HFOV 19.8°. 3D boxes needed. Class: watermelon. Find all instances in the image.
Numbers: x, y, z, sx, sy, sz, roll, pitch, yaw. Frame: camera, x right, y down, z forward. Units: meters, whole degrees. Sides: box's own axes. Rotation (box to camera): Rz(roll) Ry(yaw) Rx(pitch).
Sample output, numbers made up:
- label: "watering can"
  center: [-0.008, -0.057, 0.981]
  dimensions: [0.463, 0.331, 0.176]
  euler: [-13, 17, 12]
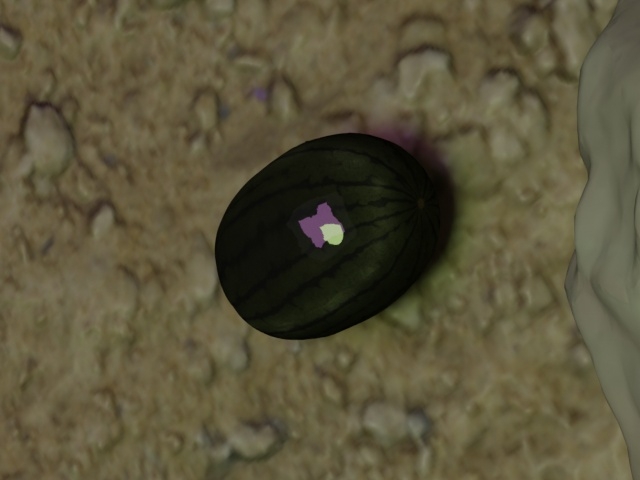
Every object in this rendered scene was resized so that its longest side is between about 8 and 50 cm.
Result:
- label: "watermelon"
  center: [0.000, 0.000, 0.769]
  dimensions: [0.111, 0.078, 0.078]
  euler: [-34, 70, 34]

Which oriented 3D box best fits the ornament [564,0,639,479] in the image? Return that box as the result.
- label: "ornament"
  center: [0.235, -0.002, 0.436]
  dimensions: [0.337, 0.337, 0.337]
  euler: [1, 91, 38]
